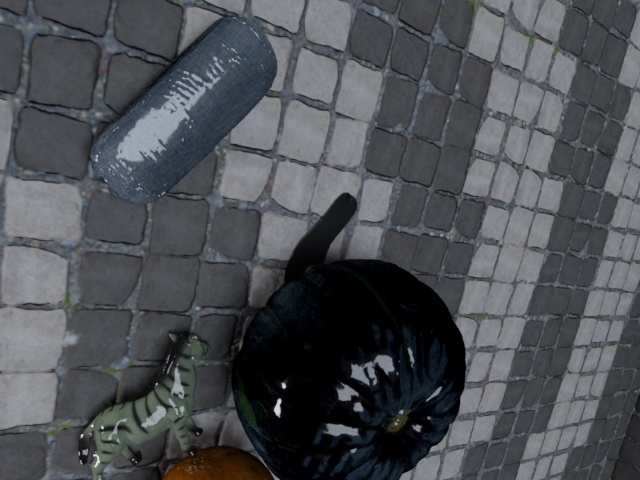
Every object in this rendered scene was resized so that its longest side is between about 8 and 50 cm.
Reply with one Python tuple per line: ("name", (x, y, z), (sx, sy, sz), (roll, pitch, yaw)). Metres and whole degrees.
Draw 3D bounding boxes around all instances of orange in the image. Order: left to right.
("orange", (-0.164, 0.420, 0.746), (0.224, 0.170, 0.224), (-21, 117, -49))

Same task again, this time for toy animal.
("toy animal", (-0.240, 0.239, 0.716), (0.216, 0.073, 0.176), (-23, 110, -20))

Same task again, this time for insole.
("insole", (0.000, 0.000, 0.835), (0.064, 0.004, 0.188), (42, 80, -35))

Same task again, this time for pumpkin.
("pumpkin", (0.048, 0.209, 0.772), (0.363, 0.266, 0.364), (-14, 115, -32))

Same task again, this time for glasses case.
("glasses case", (-0.165, -0.167, 0.641), (0.282, 0.067, 0.109), (-50, 127, -12))
